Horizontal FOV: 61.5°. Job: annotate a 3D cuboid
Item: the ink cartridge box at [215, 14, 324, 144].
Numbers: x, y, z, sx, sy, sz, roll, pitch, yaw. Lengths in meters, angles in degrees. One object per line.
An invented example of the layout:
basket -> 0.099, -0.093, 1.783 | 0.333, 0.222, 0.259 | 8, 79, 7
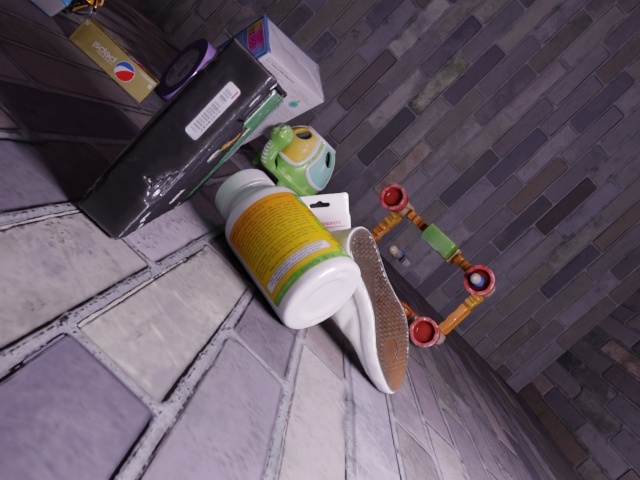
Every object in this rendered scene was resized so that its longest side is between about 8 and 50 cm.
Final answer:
ink cartridge box -> -0.228, -0.452, 1.623 | 0.270, 0.395, 0.151 | 28, 47, -50

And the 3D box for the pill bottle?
pill bottle -> -0.062, 0.002, 0.827 | 0.246, 0.136, 0.136 | 50, 9, 30

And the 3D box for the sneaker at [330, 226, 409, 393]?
sneaker -> 0.063, 0.119, 0.913 | 0.106, 0.123, 0.290 | -26, 103, -46

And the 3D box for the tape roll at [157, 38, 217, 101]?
tape roll -> -0.333, -0.426, 1.405 | 0.080, 0.189, 0.189 | 40, 9, -40

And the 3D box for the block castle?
block castle -> 0.272, 0.075, 1.621 | 0.453, 0.303, 0.213 | 49, 9, 28

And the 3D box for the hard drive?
hard drive -> -0.149, -0.132, 0.690 | 0.064, 0.237, 0.339 | 45, 9, -8

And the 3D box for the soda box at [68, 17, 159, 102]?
soda box -> -0.429, -0.377, 1.129 | 0.181, 0.058, 0.061 | 43, 9, -21

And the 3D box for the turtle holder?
turtle holder -> -0.091, -0.281, 1.797 | 0.320, 0.227, 0.243 | 40, 10, -37

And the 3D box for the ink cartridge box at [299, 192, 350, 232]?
ink cartridge box -> 0.000, 0.000, 0.956 | 0.061, 0.104, 0.181 | -110, -165, -70

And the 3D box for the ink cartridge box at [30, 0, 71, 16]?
ink cartridge box -> -0.535, -0.569, 1.062 | 0.139, 0.082, 0.191 | 39, 55, -41

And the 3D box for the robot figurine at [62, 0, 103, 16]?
robot figurine -> -0.579, -0.646, 1.222 | 0.291, 0.211, 0.085 | 37, 2, 9
